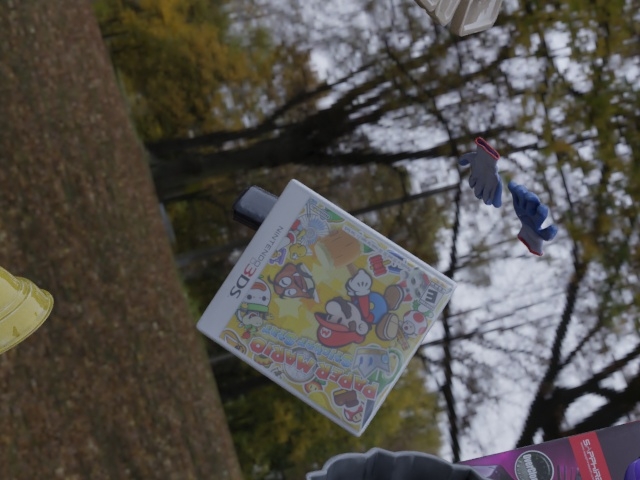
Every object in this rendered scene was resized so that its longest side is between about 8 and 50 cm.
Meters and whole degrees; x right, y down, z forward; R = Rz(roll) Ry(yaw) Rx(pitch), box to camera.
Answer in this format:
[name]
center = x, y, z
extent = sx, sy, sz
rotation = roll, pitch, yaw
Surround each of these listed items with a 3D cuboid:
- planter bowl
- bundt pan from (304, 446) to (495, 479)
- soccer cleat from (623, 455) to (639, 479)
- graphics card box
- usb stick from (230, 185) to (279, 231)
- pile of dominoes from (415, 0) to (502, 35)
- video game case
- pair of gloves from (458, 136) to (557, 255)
[planter bowl]
center = -0.481, 0.085, 1.456
extent = 0.217, 0.217, 0.090
rotation = -133, -157, -64
[bundt pan]
center = 0.120, 0.384, 1.249
extent = 0.331, 0.330, 0.124
rotation = -129, -133, -60
[soccer cleat]
center = 0.395, 0.431, 1.348
extent = 0.108, 0.116, 0.318
rotation = 111, -21, -77
[graphics card box]
center = 0.322, 0.408, 1.533
extent = 0.094, 0.371, 0.233
rotation = 92, -14, -70
[usb stick]
center = 0.000, 0.000, 1.555
extent = 0.278, 0.077, 0.045
rotation = 27, -54, 11
[pile of dominoes]
center = 0.111, -0.248, 0.640
extent = 0.040, 0.251, 0.196
rotation = 29, 3, 22
[video game case]
center = 0.006, 0.075, 1.225
extent = 0.227, 0.206, 0.026
rotation = 33, -1, 8
[pair of gloves]
center = 0.265, -0.063, 1.548
extent = 0.198, 0.023, 0.159
rotation = 48, -12, 24
